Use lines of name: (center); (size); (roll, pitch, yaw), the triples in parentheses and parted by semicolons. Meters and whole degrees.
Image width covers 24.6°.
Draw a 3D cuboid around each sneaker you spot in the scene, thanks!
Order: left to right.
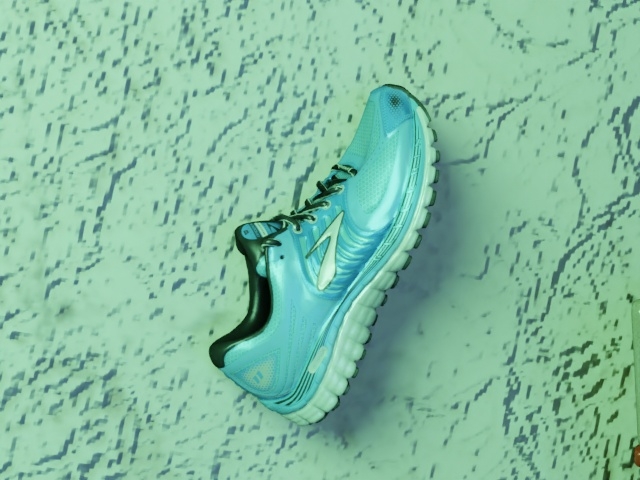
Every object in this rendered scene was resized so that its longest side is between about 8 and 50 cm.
sneaker: (0.000, 0.000, 0.669); (0.073, 0.063, 0.162); (25, 85, -13)

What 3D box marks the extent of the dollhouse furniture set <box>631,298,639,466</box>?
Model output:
dollhouse furniture set: (0.279, 0.079, 0.674); (0.259, 0.262, 0.135); (-4, 97, 17)
